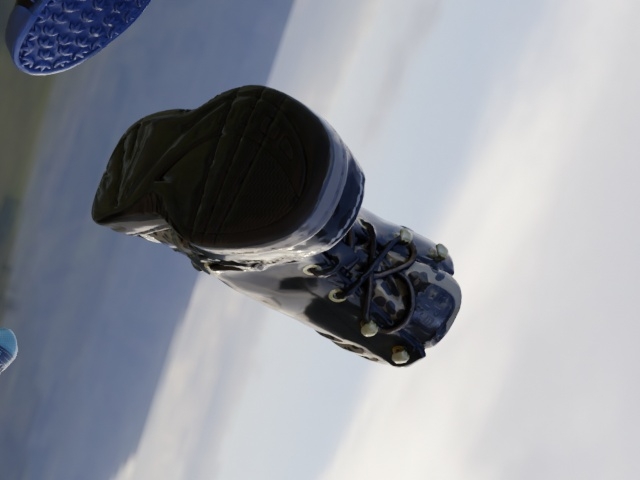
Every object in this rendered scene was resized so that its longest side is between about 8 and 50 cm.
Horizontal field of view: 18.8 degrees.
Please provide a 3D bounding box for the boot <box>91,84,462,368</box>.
[{"bbox_3d":[0.000,0.000,1.591,0.377,0.284,0.138,-2,-117,59],"label":"boot"}]

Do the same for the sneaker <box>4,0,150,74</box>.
[{"bbox_3d":[-0.150,-0.223,1.359,0.232,0.081,0.090,-47,-128,14],"label":"sneaker"}]

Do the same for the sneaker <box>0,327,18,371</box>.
[{"bbox_3d":[-0.395,0.033,1.858,0.122,0.283,0.110,-32,170,-17],"label":"sneaker"}]
